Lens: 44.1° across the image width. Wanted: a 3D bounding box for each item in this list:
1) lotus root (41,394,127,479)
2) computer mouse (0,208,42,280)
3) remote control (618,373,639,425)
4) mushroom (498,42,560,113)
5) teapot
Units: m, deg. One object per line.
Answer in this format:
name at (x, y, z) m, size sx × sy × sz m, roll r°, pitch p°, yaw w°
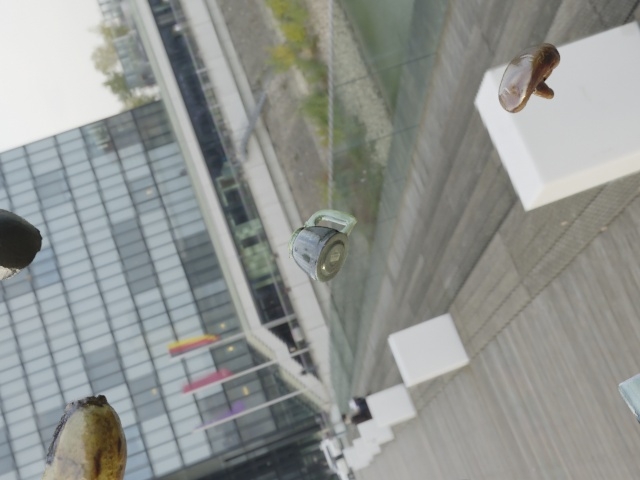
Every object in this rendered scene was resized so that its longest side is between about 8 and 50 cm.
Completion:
lotus root at (-0.303, 0.317, 0.971) m, size 0.110 × 0.097 × 0.258 m, roll 180°, pitch 109°, yaw -89°
computer mouse at (-0.743, -0.007, 1.665) m, size 0.087 × 0.295 × 0.168 m, roll 116°, pitch 155°, yaw -44°
remote control at (0.514, 0.274, 1.173) m, size 0.166 × 0.065 × 0.029 m, roll 64°, pitch -179°, yaw 34°
mushroom at (0.372, -0.285, 1.402) m, size 0.080 × 0.135 × 0.170 m, roll 47°, pitch -165°, yaw 21°
teapot at (-0.001, 0.008, 1.359) m, size 0.091 × 0.124 × 0.092 m, roll 24°, pitch 129°, yaw 29°
